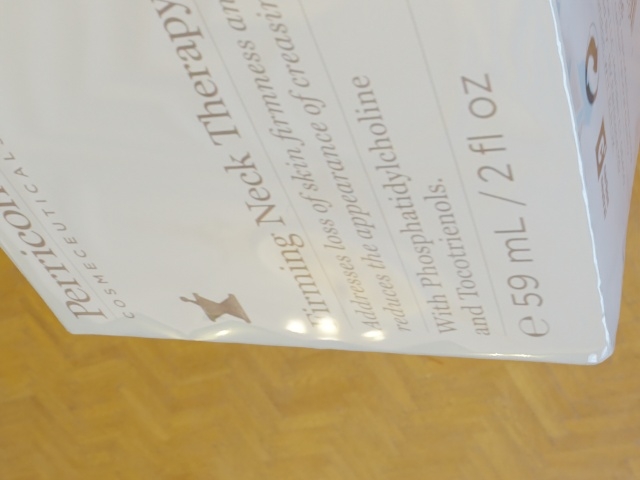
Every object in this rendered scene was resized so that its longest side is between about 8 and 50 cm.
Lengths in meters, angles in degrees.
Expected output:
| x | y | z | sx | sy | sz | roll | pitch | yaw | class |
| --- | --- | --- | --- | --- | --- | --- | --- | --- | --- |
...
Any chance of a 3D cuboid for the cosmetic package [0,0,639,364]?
| x | y | z | sx | sy | sz | roll | pitch | yaw | class |
| --- | --- | --- | --- | --- | --- | --- | --- | --- | --- |
| -0.013 | -0.151 | 0.581 | 0.394 | 0.327 | 0.329 | 0 | 137 | 26 | cosmetic package |
